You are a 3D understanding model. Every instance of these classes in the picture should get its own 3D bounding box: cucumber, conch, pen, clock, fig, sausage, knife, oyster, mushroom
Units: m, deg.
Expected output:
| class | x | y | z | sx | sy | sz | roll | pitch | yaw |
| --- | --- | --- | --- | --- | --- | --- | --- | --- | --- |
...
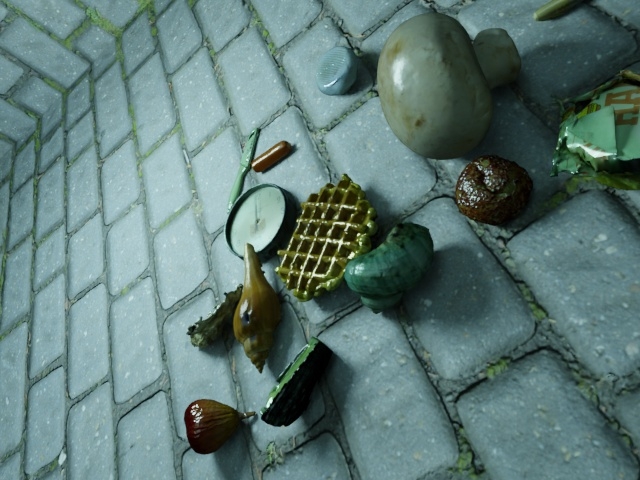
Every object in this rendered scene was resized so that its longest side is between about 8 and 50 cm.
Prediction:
| class | x | y | z | sx | sy | sz | roll | pitch | yaw |
| --- | --- | --- | --- | --- | --- | --- | --- | --- | --- |
| cucumber | -0.044 | 0.298 | 1.059 | 0.086 | 0.115 | 0.193 | 31 | 81 | -1 |
| conch | 0.138 | 0.060 | 1.006 | 0.188 | 0.176 | 0.122 | -46 | 68 | 39 |
| pen | 0.565 | -0.523 | 1.051 | 0.233 | 0.040 | 0.032 | -22 | 57 | 22 |
| conch | -0.159 | 0.150 | 1.193 | 0.109 | 0.093 | 0.330 | -17 | 69 | 19 |
| clock | -0.165 | -0.050 | 1.348 | 0.226 | 0.049 | 0.226 | -16 | 60 | 30 |
| fig | -0.235 | 0.416 | 1.122 | 0.153 | 0.119 | 0.119 | -7 | 63 | 27 |
| sausage | -0.138 | -0.240 | 1.429 | 0.131 | 0.041 | 0.039 | -31 | 31 | 21 |
| knife | -0.230 | -0.211 | 1.499 | 0.043 | 0.020 | 0.293 | -3 | 65 | 38 |
| oyster | -0.259 | 0.196 | 1.270 | 0.209 | 0.133 | 0.072 | -44 | 91 | -6 |
| mushroom | 0.270 | -0.323 | 1.029 | 0.290 | 0.297 | 0.297 | -23 | 52 | -3 |

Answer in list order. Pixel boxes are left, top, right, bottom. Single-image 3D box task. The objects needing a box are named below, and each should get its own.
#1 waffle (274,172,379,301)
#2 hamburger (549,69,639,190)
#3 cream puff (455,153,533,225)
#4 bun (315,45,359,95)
| class | x | y | z | sx | sy | sz | roll | pitch | yaw |
| --- | --- | --- | --- | --- | --- | --- | --- | --- | --- |
| waffle | 0.006 | -0.008 | 1.171 | 0.300 | 0.058 | 0.281 | -53 | 38 | 7 |
| hamburger | 0.502 | -0.171 | 0.860 | 0.235 | 0.125 | 0.214 | -48 | 42 | 2 |
| cream puff | 0.332 | -0.104 | 0.978 | 0.149 | 0.084 | 0.149 | -15 | 61 | 30 |
| bun | 0.053 | -0.456 | 1.371 | 0.141 | 0.083 | 0.140 | -18 | 63 | 39 |
